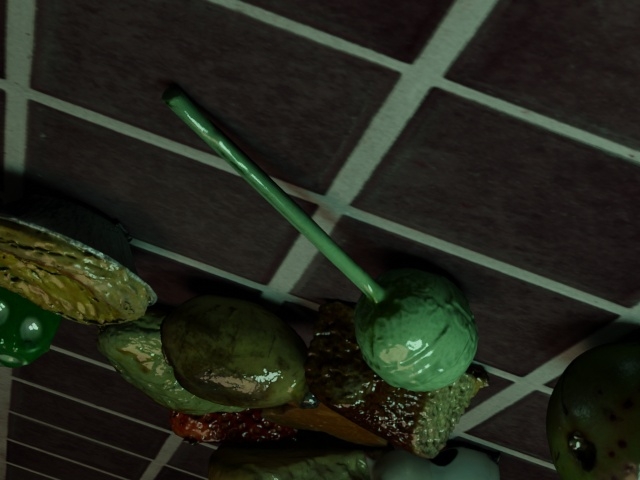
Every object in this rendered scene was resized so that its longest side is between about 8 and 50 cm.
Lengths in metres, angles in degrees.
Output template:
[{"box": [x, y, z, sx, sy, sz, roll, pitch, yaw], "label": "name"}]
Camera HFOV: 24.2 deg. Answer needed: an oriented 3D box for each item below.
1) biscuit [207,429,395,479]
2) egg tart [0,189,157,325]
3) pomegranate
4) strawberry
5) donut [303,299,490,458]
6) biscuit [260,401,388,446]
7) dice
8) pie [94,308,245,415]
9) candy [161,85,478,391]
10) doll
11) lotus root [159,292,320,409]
[{"box": [-0.032, 0.325, 2.094, 0.274, 0.091, 0.213, -5, -173, -27], "label": "biscuit"}, {"box": [-0.282, 0.014, 1.621, 0.234, 0.094, 0.234, 18, 162, 6], "label": "egg tart"}, {"box": [0.320, 0.191, 1.477, 0.179, 0.179, 0.210, -1, 165, 41], "label": "pomegranate"}, {"box": [-0.122, 0.238, 2.104, 0.188, 0.082, 0.121, 1, -168, 10], "label": "strawberry"}, {"box": [0.080, 0.158, 1.663, 0.144, 0.126, 0.186, 12, 160, 35], "label": "donut"}, {"box": [0.041, 0.210, 1.915, 0.205, 0.049, 0.324, 15, 164, -6], "label": "biscuit"}, {"box": [-0.406, 0.086, 1.870, 0.131, 0.120, 0.128, -6, 148, 45], "label": "dice"}, {"box": [-0.199, 0.164, 1.944, 0.201, 0.090, 0.248, 10, 155, 29], "label": "pie"}, {"box": [0.000, 0.000, 1.374, 0.119, 0.119, 0.440, -4, 144, 45], "label": "candy"}, {"box": [0.154, 0.334, 2.023, 0.180, 0.107, 0.110, -3, -160, -9], "label": "doll"}, {"box": [-0.086, 0.134, 1.707, 0.214, 0.138, 0.138, 23, 161, 13], "label": "lotus root"}]
